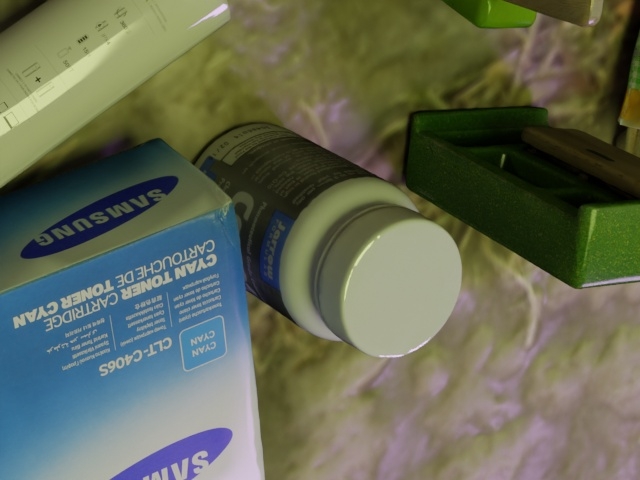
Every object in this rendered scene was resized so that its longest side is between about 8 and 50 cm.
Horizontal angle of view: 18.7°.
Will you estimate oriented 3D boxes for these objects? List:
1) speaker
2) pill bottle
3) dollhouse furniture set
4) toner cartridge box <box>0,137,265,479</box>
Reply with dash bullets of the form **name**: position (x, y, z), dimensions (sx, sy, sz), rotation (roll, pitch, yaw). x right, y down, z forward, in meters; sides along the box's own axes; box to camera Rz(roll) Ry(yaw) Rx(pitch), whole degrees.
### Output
- **speaker**: position (-0.106, -0.080, 0.845), dimensions (0.136, 0.055, 0.055), rotation (-38, 125, -16)
- **pill bottle**: position (0.000, 0.000, 0.896), dimensions (0.078, 0.137, 0.078), rotation (-13, 115, -29)
- **dollhouse furniture set**: position (0.212, -0.104, 0.989), dimensions (0.301, 0.151, 0.198), rotation (-5, 111, -33)
- **toner cartridge box**: position (-0.194, 0.093, 0.832), dimensions (0.347, 0.075, 0.165), rotation (-23, 128, -25)
